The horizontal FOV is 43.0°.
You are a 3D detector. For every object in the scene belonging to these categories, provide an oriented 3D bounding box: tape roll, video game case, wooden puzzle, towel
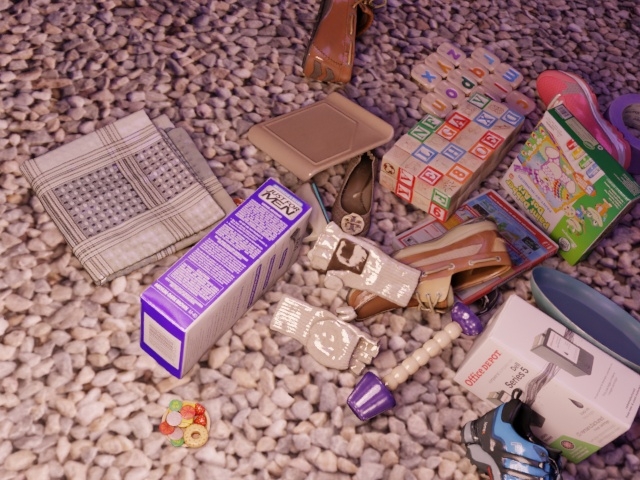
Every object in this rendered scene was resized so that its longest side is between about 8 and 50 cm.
[{"bbox_3d":[0.756,-0.253,1.932,0.189,0.080,0.189,6,57,-10],"label":"tape roll"},{"bbox_3d":[0.317,0.011,1.657,0.285,0.025,0.204,-26,55,-27],"label":"video game case"},{"bbox_3d":[0.001,-0.218,1.708,0.238,0.044,0.221,-29,46,-25],"label":"wooden puzzle"},{"bbox_3d":[-0.358,-0.099,1.554,0.324,0.056,0.312,-27,66,-27],"label":"towel"}]

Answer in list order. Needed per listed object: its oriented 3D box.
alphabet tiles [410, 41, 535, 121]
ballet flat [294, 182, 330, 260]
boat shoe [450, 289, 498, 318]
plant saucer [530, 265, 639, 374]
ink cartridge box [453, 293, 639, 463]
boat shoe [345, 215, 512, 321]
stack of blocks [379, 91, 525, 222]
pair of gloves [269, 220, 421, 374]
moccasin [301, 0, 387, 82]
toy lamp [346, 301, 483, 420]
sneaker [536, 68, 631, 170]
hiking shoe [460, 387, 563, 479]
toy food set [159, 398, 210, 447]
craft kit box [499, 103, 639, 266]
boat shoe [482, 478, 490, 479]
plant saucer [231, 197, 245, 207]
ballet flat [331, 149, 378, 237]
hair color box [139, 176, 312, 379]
[{"bbox_3d":[0.363,-0.356,1.935,0.278,0.021,0.284,38,57,12],"label":"alphabet tiles"},{"bbox_3d":[0.000,0.000,1.585,0.086,0.086,0.248,-14,60,-22],"label":"ballet flat"},{"bbox_3d":[0.308,0.124,1.596,0.125,0.038,0.046,-26,67,-27],"label":"boat shoe"},{"bbox_3d":[0.525,0.162,1.540,0.317,0.044,0.317,27,20,-11],"label":"plant saucer"},{"bbox_3d":[0.399,0.248,1.440,0.273,0.198,0.115,33,57,9],"label":"ink cartridge box"},{"bbox_3d":[0.206,0.071,1.507,0.324,0.122,0.120,-27,61,-2],"label":"boat shoe"},{"bbox_3d":[0.283,-0.194,1.740,0.171,0.087,0.297,34,59,21],"label":"stack of blocks"},{"bbox_3d":[0.041,0.109,1.459,0.204,0.042,0.240,32,97,7],"label":"pair of gloves"},{"bbox_3d":[0.068,-0.527,1.900,0.147,0.139,0.380,17,55,-4],"label":"moccasin"},{"bbox_3d":[0.164,0.217,1.445,0.274,0.080,0.080,-38,72,-15],"label":"toy lamp"},{"bbox_3d":[0.582,-0.275,1.881,0.136,0.116,0.314,-20,64,-23],"label":"sneaker"},{"bbox_3d":[0.344,0.395,1.311,0.113,0.132,0.304,22,31,-49],"label":"hiking shoe"},{"bbox_3d":[-0.225,0.305,1.352,0.082,0.020,0.083,9,56,-8],"label":"toy food set"},{"bbox_3d":[0.509,-0.110,1.674,0.061,0.247,0.250,-26,66,-24],"label":"craft kit box"},{"bbox_3d":[0.197,0.441,1.343,0.227,0.079,0.081,-2,51,-22],"label":"boat shoe"},{"bbox_3d":[-0.168,-0.046,1.602,0.083,0.013,0.083,6,56,-9],"label":"plant saucer"},{"bbox_3d":[0.079,-0.102,1.673,0.084,0.058,0.250,17,55,-2],"label":"ballet flat"},{"bbox_3d":[-0.166,0.062,1.426,0.110,0.185,0.339,38,56,13],"label":"hair color box"}]
